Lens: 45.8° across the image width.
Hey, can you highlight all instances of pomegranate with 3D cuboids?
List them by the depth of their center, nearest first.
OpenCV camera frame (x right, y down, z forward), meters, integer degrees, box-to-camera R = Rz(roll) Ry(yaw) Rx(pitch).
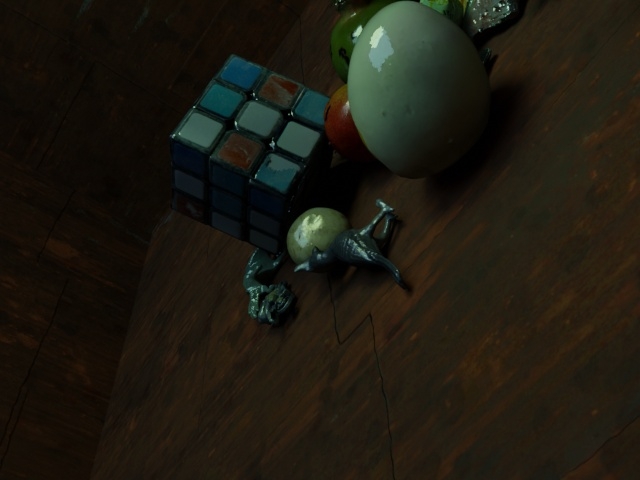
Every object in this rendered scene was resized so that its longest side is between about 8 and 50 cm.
[{"bbox_3d":[0.117,-0.304,1.861,0.235,0.210,0.210,-63,20,4],"label":"pomegranate"},{"bbox_3d":[0.129,-0.522,1.971,0.291,0.323,0.290,-28,48,36],"label":"pomegranate"}]

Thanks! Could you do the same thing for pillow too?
[{"bbox_3d":[0.328,-0.357,1.662,0.091,0.055,0.135,-1,58,30],"label":"pillow"}]

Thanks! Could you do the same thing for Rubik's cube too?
[{"bbox_3d":[-0.175,-0.226,2.040,0.362,0.359,0.363,99,-165,-62],"label":"Rubik's cube"}]

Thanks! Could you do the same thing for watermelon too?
[{"bbox_3d":[0.400,-0.521,1.705,0.139,0.071,0.187,52,130,47],"label":"watermelon"}]

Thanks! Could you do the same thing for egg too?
[{"bbox_3d":[0.192,-0.303,1.517,0.283,0.345,0.283,-18,23,8],"label":"egg"}]

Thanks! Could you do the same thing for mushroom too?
[{"bbox_3d":[0.000,0.000,1.830,0.127,0.166,0.166,65,-135,-63],"label":"mushroom"}]

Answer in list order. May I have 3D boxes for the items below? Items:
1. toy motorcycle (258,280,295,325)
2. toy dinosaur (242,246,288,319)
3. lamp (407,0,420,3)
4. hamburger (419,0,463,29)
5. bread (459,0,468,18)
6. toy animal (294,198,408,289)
[{"bbox_3d":[-0.119,0.174,1.980,0.124,0.061,0.193,-52,15,6],"label":"toy motorcycle"},{"bbox_3d":[-0.158,0.052,2.214,0.205,0.092,0.393,-56,23,25],"label":"toy dinosaur"},{"bbox_3d":[0.308,-0.711,1.987,0.258,0.180,0.180,-38,10,-27],"label":"lamp"},{"bbox_3d":[0.274,-0.457,1.799,0.214,0.125,0.235,-60,-26,-27],"label":"hamburger"},{"bbox_3d":[0.358,-0.631,1.803,0.264,0.163,0.167,-56,21,12],"label":"bread"},{"bbox_3d":[0.104,0.005,1.647,0.367,0.081,0.205,5,55,53],"label":"toy animal"}]
